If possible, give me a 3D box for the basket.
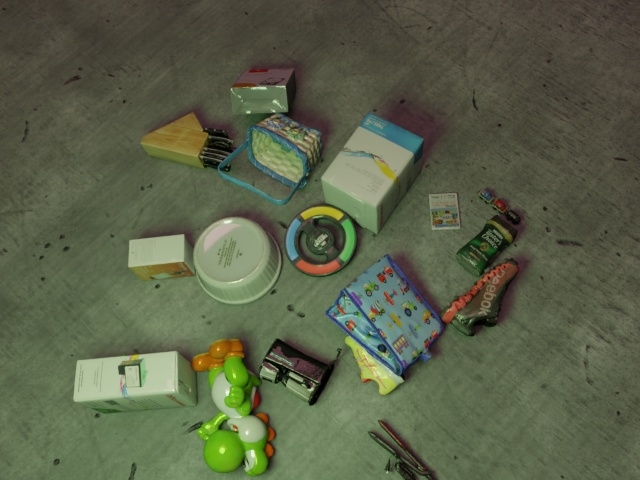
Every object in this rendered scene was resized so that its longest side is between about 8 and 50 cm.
[{"bbox_3d":[-0.148,-0.257,1.954,0.255,0.201,0.289,27,63,15],"label":"basket"}]

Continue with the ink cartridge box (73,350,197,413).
[{"bbox_3d":[-0.501,0.395,1.714,0.278,0.201,0.117,-6,65,3],"label":"ink cartridge box"}]

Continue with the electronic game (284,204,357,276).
[{"bbox_3d":[0.000,0.000,1.900,0.229,0.048,0.229,-3,73,11],"label":"electronic game"}]

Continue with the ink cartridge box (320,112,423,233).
[{"bbox_3d":[0.161,-0.203,1.901,0.197,0.198,0.270,30,73,17],"label":"ink cartridge box"}]

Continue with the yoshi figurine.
[{"bbox_3d":[-0.258,0.463,1.670,0.203,0.203,0.362,-22,70,1],"label":"yoshi figurine"}]

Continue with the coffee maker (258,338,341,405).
[{"bbox_3d":[-0.061,0.352,1.747,0.178,0.120,0.171,26,49,15],"label":"coffee maker"}]

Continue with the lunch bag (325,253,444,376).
[{"bbox_3d":[0.202,0.218,1.727,0.293,0.138,0.221,45,48,12],"label":"lunch bag"}]

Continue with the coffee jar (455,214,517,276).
[{"bbox_3d":[0.495,0.013,1.839,0.184,0.079,0.096,-44,70,-13],"label":"coffee jar"}]

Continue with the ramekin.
[{"bbox_3d":[-0.258,0.051,1.876,0.273,0.127,0.272,-2,67,5],"label":"ramekin"}]

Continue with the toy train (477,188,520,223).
[{"bbox_3d":[0.548,-0.106,1.907,0.158,0.036,0.027,41,77,20],"label":"toy train"}]

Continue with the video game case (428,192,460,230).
[{"bbox_3d":[0.385,-0.090,1.931,0.087,0.011,0.122,-2,67,4],"label":"video game case"}]

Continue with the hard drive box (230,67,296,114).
[{"bbox_3d":[-0.184,-0.498,2.058,0.181,0.089,0.232,-1,28,5],"label":"hard drive box"}]

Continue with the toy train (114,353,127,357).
[{"bbox_3d":[-0.613,0.358,1.843,0.083,0.017,0.023,-14,76,0],"label":"toy train"}]

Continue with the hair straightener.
[{"bbox_3d":[0.210,0.591,1.649,0.089,0.047,0.230,-43,74,-12],"label":"hair straightener"}]

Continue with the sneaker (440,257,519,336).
[{"bbox_3d":[0.478,0.168,1.766,0.276,0.097,0.135,-40,69,-9],"label":"sneaker"}]

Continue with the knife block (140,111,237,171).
[{"bbox_3d":[-0.424,-0.291,2.059,0.276,0.088,0.242,-27,66,-6],"label":"knife block"}]

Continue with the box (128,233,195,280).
[{"bbox_3d":[-0.481,0.054,1.896,0.171,0.130,0.091,-6,66,4],"label":"box"}]

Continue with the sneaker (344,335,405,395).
[{"bbox_3d":[0.133,0.349,1.738,0.208,0.081,0.094,41,96,30],"label":"sneaker"}]
